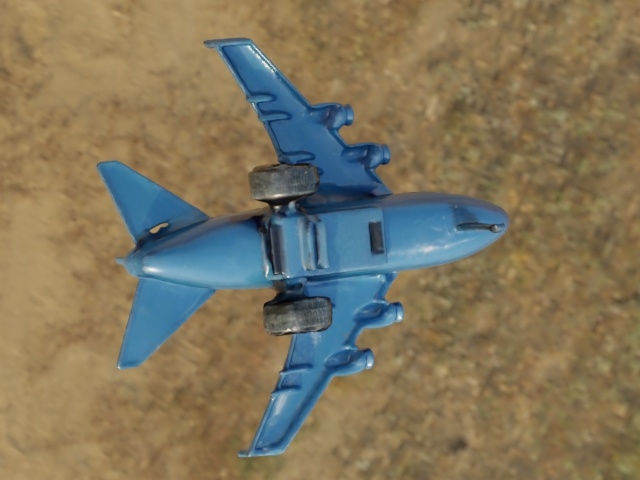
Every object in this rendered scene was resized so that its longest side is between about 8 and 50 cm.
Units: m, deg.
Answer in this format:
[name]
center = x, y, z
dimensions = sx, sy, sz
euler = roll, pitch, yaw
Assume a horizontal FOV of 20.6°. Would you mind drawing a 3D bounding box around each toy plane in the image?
[toy plane]
center = 0.000, 0.000, 1.070
dimensions = 0.271, 0.105, 0.254
euler = -6, 94, -19
